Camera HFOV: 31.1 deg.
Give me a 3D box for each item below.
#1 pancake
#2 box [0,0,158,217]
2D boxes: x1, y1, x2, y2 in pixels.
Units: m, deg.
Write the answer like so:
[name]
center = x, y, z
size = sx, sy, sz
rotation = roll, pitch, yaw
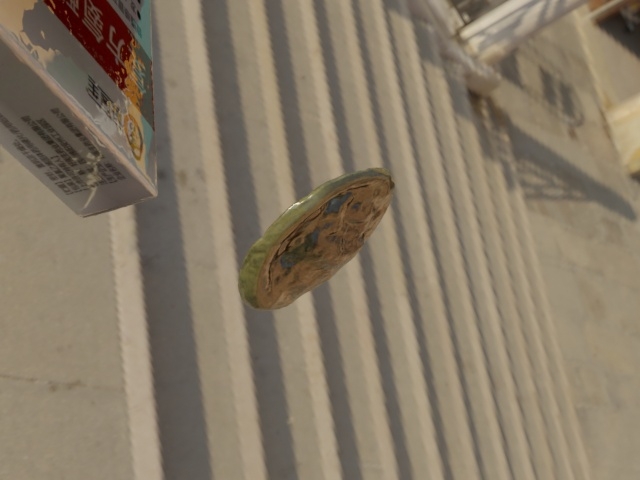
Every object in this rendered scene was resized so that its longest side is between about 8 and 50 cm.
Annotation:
[pancake]
center = 0.000, 0.000, 1.408
size = 0.050, 0.242, 0.242
rotation = 46, 32, 21
[box]
center = -0.192, -0.187, 0.619
size = 0.353, 0.069, 0.214
rotation = 50, 29, -56
